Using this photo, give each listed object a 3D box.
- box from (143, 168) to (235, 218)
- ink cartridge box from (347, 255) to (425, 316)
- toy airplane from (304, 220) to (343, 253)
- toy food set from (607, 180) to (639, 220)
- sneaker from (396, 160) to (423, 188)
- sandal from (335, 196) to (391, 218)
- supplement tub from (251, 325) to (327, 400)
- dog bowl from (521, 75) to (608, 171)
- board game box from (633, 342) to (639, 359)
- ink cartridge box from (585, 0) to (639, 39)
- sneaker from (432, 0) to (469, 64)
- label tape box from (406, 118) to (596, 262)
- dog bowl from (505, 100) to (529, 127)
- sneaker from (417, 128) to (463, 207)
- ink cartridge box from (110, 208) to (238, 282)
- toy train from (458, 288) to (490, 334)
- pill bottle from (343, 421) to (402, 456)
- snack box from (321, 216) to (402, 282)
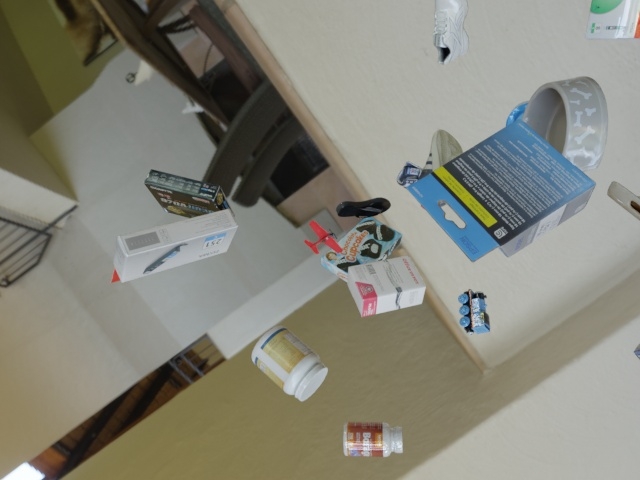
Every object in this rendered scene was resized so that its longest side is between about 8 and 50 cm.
[{"bbox_3d":[-0.371,-0.117,1.483,0.220,0.051,0.175,15,157,11],"label":"box"},{"bbox_3d":[0.235,0.162,1.860,0.172,0.237,0.100,-112,17,-46],"label":"ink cartridge box"},{"bbox_3d":[0.000,0.000,1.740,0.151,0.028,0.151,21,141,18],"label":"toy airplane"},{"bbox_3d":[0.964,-0.087,1.413,0.305,0.093,0.220,1,-142,-30],"label":"toy food set"},{"bbox_3d":[0.406,-0.242,1.894,0.153,0.282,0.099,27,-118,-29],"label":"sneaker"},{"bbox_3d":[0.177,-0.119,2.083,0.055,0.254,0.097,64,146,29],"label":"sandal"},{"bbox_3d":[-0.091,0.365,1.535,0.199,0.144,0.144,36,177,24],"label":"supplement tub"},{"bbox_3d":[0.702,-0.310,1.533,0.349,0.102,0.349,-178,90,-86],"label":"dog bowl"},{"bbox_3d":[0.927,0.306,1.263,0.194,0.060,0.194,54,140,14],"label":"board game box"},{"bbox_3d":[0.924,-0.694,1.530,0.224,0.056,0.181,21,117,44],"label":"ink cartridge box"},{"bbox_3d":[0.459,-0.770,1.851,0.111,0.129,0.297,26,154,41],"label":"sneaker"},{"bbox_3d":[0.397,-0.097,1.170,0.241,0.333,0.106,54,170,29],"label":"label tape box"},{"bbox_3d":[0.860,-0.438,1.977,0.297,0.166,0.074,19,-142,3],"label":"dog bowl"},{"bbox_3d":[0.394,-0.240,1.763,0.131,0.148,0.350,30,-135,-13],"label":"sneaker"},{"bbox_3d":[-0.388,0.039,1.358,0.066,0.296,0.261,60,145,18],"label":"ink cartridge box"},{"bbox_3d":[0.596,0.275,1.993,0.080,0.105,0.184,42,-137,-42],"label":"toy train"},{"bbox_3d":[0.195,0.738,1.914,0.121,0.215,0.121,-2,-90,-83],"label":"pill bottle"},{"bbox_3d":[0.175,0.040,2.158,0.187,0.322,0.060,32,146,26],"label":"snack box"}]
